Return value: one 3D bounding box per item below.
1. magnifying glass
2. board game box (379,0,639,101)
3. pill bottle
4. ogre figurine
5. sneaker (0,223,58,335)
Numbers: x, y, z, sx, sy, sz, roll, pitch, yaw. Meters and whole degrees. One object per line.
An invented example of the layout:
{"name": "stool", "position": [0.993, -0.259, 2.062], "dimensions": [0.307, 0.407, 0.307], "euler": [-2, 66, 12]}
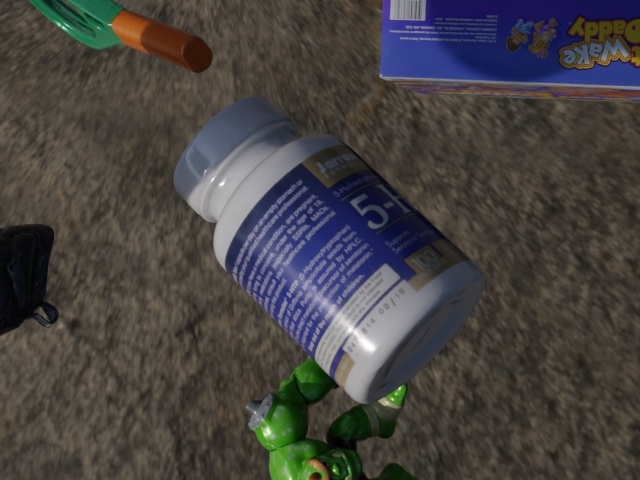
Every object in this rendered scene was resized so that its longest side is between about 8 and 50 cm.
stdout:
{"name": "magnifying glass", "position": [-0.158, -0.167, 1.059], "dimensions": [0.026, 0.231, 0.092], "euler": [-50, 135, -11]}
{"name": "board game box", "position": [0.244, -0.168, 1.251], "dimensions": [0.347, 0.233, 0.078], "euler": [4, 93, 13]}
{"name": "pill bottle", "position": [0.000, 0.000, 0.877], "dimensions": [0.187, 0.112, 0.112], "euler": [44, 98, 17]}
{"name": "ogre figurine", "position": [0.017, 0.175, 1.070], "dimensions": [0.118, 0.097, 0.197], "euler": [-16, 99, -33]}
{"name": "sneaker", "position": [-0.363, -0.008, 1.422], "dimensions": [0.153, 0.101, 0.268], "euler": [-12, 66, -38]}
